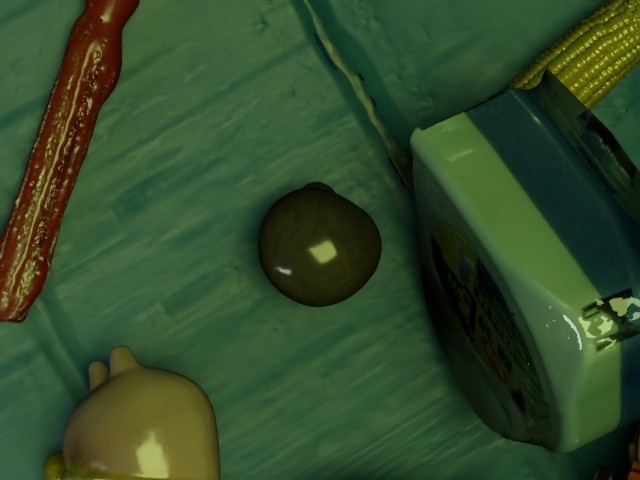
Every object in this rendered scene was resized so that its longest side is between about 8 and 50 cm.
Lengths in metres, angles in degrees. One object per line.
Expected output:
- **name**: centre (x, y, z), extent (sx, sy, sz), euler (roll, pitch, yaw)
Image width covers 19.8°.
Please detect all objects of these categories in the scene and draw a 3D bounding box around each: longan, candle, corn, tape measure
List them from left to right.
- **candle**: centre (-0.212, -0.086, 1.528), extent (0.051, 0.048, 0.329), euler (18, 89, 1)
- **longan**: centre (0.000, 0.000, 1.557), extent (0.106, 0.106, 0.119), euler (19, 46, -12)
- **tape measure**: centre (0.182, 0.038, 1.511), extent (0.138, 0.262, 0.259), euler (-19, 52, -15)
- **corn**: centre (0.228, -0.150, 1.610), extent (0.206, 0.067, 0.067), euler (-42, 100, -8)

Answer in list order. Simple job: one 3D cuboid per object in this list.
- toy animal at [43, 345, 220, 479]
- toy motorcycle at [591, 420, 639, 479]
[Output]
- **toy animal**: centre (-0.138, 0.209, 1.496), extent (0.149, 0.165, 0.248), euler (-19, 81, -28)
- **toy motorcycle**: centre (0.293, 0.252, 1.601), extent (0.089, 0.171, 0.298), euler (13, 85, 29)
